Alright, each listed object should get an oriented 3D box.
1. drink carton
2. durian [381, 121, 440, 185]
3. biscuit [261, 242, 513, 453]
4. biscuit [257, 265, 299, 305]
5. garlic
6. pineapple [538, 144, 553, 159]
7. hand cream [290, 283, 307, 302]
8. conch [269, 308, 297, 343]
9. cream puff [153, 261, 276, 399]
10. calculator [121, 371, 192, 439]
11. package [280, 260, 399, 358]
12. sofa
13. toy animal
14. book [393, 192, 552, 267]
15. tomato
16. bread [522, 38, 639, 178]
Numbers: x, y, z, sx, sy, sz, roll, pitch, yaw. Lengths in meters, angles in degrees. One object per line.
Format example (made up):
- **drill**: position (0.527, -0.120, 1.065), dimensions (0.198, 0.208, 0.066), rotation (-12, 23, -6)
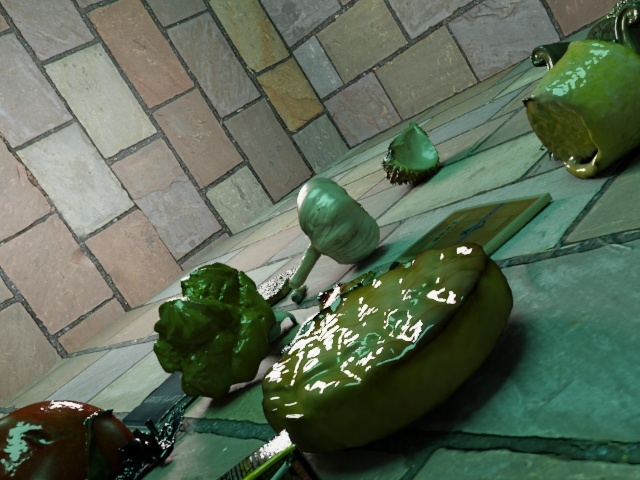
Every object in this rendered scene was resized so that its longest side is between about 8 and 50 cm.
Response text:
- **drink carton**: position (-0.076, 0.251, 0.588), dimensions (0.166, 0.071, 0.056), rotation (-36, 7, -9)
- **durian**: position (0.233, -0.221, 1.753), dimensions (0.144, 0.139, 0.252), rotation (-28, 10, 49)
- **biscuit**: position (0.072, 0.115, 0.710), dimensions (0.296, 0.102, 0.296), rotation (-35, 8, 6)
- **biscuit**: position (-0.124, 0.128, 1.477), dimensions (0.131, 0.026, 0.237), rotation (-30, 9, 26)
- **garlic**: position (0.000, 0.000, 1.332), dimensions (0.226, 0.199, 0.199), rotation (-50, 8, 7)
- **pineapple**: position (0.450, -0.215, 1.197), dimensions (0.103, 0.083, 0.221), rotation (-24, 13, 27)
- **hand cream**: position (-0.046, 0.109, 1.353), dimensions (0.035, 0.022, 0.102), rotation (-31, 5, 7)
- **conch**: position (-0.094, 0.145, 1.184), dimensions (0.088, 0.065, 0.180), rotation (-34, 8, -6)
- **cream puff**: position (-0.174, 0.137, 1.055), dimensions (0.195, 0.195, 0.221), rotation (-25, 41, 39)
- **calculator**: position (-0.251, 0.266, 1.205), dimensions (0.166, 0.028, 0.274), rotation (-17, 20, 47)
- **package**: position (0.034, 0.105, 1.062), dimensions (0.166, 0.040, 0.232), rotation (-25, 13, 35)
- **sofa**: position (0.556, -0.383, 1.265), dimensions (0.200, 0.182, 0.258), rotation (-16, 2, -28)
- **toy animal**: position (-0.259, 0.309, 0.958), dimensions (0.108, 0.062, 0.220), rotation (-48, -1, 38)
- **book**: position (0.237, -0.013, 1.063), dimensions (0.170, 0.018, 0.242), rotation (-37, 11, -22)
- **tomato**: position (-0.455, 0.350, 0.997), dimensions (0.309, 0.170, 0.309), rotation (-30, 9, 6)
- **bread**: position (0.413, -0.203, 0.989), dimensions (0.170, 0.197, 0.197), rotation (-40, 10, -5)
